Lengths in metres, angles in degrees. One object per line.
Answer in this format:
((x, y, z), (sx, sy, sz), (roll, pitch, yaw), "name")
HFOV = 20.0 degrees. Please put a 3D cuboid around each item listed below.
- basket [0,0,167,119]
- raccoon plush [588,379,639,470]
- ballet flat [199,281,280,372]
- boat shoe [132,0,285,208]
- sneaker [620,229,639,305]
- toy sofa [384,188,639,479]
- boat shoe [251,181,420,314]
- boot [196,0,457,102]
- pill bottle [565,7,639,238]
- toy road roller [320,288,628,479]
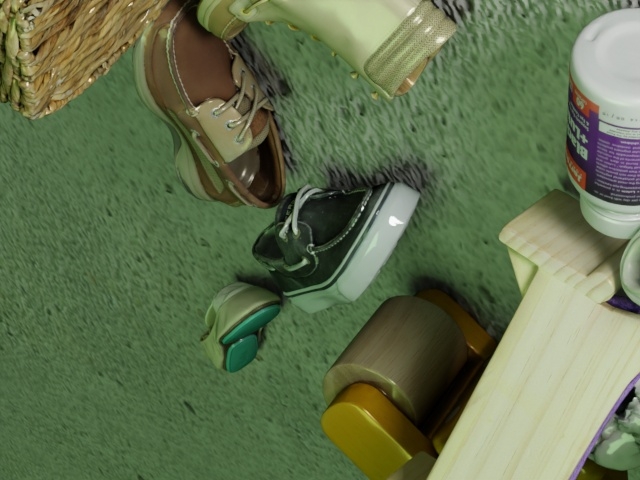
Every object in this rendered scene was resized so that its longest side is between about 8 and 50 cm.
((-0.263, -0.290, 1.706), (0.223, 0.299, 0.213), (33, 153, 13), "basket")
((0.462, 0.183, 1.659), (0.446, 0.299, 0.216), (2, 126, 7), "raccoon plush")
((-0.111, 0.100, 2.330), (0.086, 0.086, 0.248), (39, 154, 5), "ballet flat")
((-0.103, -0.145, 1.922), (0.116, 0.123, 0.324), (23, 157, 26), "boat shoe")
((0.372, 0.030, 1.470), (0.169, 0.108, 0.292), (11, 169, -31), "sneaker")
((0.198, 0.151, 1.715), (0.177, 0.150, 0.362), (32, 117, 16), "toy sofa")
((0.000, 0.000, 1.968), (0.119, 0.121, 0.335), (34, 156, -8), "boat shoe")
((0.004, -0.206, 1.707), (0.203, 0.095, 0.262), (43, 149, -6), "boot")
((0.259, -0.091, 1.516), (0.108, 0.108, 0.193), (28, 150, 25), "pill bottle")
((0.190, 0.186, 1.934), (0.329, 0.202, 0.240), (43, 139, -3), "toy road roller")
